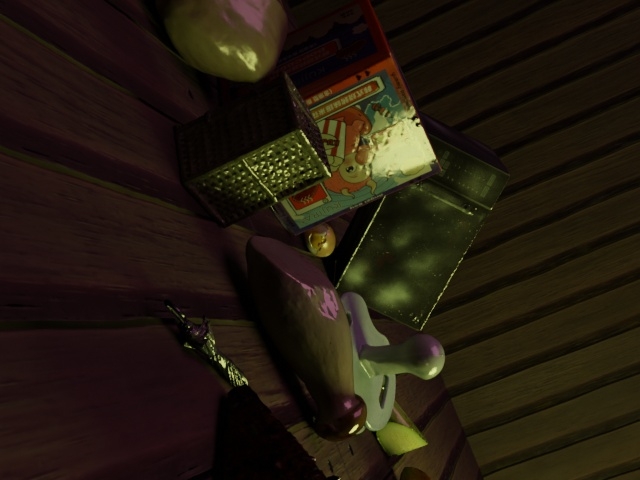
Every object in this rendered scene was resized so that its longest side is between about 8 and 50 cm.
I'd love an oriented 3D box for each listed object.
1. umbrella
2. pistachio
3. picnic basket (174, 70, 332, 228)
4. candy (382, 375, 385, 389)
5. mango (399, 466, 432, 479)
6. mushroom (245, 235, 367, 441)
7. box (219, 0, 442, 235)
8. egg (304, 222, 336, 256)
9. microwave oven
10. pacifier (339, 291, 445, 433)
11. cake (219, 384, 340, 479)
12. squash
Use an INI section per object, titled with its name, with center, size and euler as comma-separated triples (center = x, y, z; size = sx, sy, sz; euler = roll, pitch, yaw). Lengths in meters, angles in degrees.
[umbrella]
center = -0.127, 0.134, 0.956
size = 0.044, 0.044, 0.269
euler = 29, -21, 33
[pistachio]
center = -0.170, -0.392, 1.422
size = 0.288, 0.197, 0.166
euler = 35, 27, -50
[picnic basket]
center = -0.105, -0.143, 1.212
size = 0.134, 0.196, 0.154
euler = 49, 21, -51
[candy]
center = 0.138, 0.360, 1.782
size = 0.061, 0.061, 0.202
euler = -101, 172, -50
[mango]
center = 0.215, 0.559, 1.543
size = 0.176, 0.119, 0.317
euler = 59, 4, -26
[mushroom]
center = -0.019, 0.146, 1.233
size = 0.128, 0.128, 0.350
euler = -70, 140, -75
[box]
center = 0.019, -0.242, 1.630
size = 0.257, 0.348, 0.319
euler = -103, 166, -46
[egg]
center = 0.000, 0.000, 1.783
size = 0.071, 0.071, 0.083
euler = -97, 173, -58
[microwave oven]
center = 0.231, -0.063, 1.966
size = 0.236, 0.432, 0.374
euler = 26, 18, -6
[pacifier]
center = 0.115, 0.226, 1.461
size = 0.287, 0.225, 0.238
euler = 59, 31, -33
[cake]
center = -0.076, 0.270, 0.875
size = 0.246, 0.135, 0.112
euler = 33, -34, 51
[squash]
center = 0.132, 0.363, 1.657
size = 0.200, 0.090, 0.075
euler = 53, 42, -3
